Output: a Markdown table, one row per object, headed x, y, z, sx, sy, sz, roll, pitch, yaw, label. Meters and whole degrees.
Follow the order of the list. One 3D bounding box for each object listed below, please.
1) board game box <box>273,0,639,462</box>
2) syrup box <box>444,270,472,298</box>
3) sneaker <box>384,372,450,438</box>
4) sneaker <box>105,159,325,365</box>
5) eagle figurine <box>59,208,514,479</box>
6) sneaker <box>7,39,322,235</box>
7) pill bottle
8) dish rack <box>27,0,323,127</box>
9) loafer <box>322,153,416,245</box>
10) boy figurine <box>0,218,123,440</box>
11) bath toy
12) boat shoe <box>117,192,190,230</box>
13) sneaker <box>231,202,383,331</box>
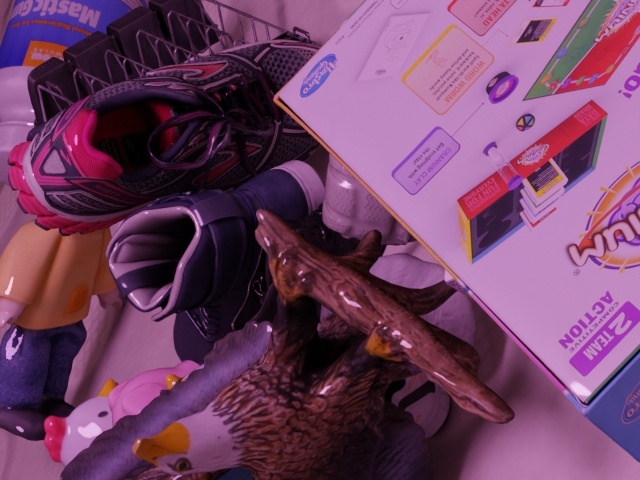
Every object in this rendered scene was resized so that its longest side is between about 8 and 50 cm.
| x | y | z | sx | sy | sz | roll | pitch | yaw | label |
| --- | --- | --- | --- | --- | --- | --- | --- | --- | --- |
| 0.142 | -0.074 | 0.908 | 0.242 | 0.064 | 0.316 | -46 | 43 | 5 | board game box |
| 0.150 | -0.073 | 1.035 | 0.093 | 0.096 | 0.237 | -30 | 41 | 52 | syrup box |
| 0.058 | 0.077 | 1.152 | 0.040 | 0.044 | 0.109 | -51 | 26 | 33 | sneaker |
| -0.104 | 0.038 | 1.353 | 0.086 | 0.163 | 0.226 | 48 | 134 | 20 | sneaker |
| -0.038 | 0.134 | 1.053 | 0.226 | 0.225 | 0.298 | -104 | 35 | -57 | eagle figurine |
| -0.090 | -0.085 | 1.369 | 0.112 | 0.299 | 0.121 | -29 | 87 | 55 | sneaker |
| -0.290 | -0.194 | 1.990 | 0.152 | 0.152 | 0.272 | -27 | 45 | 55 | pill bottle |
| -0.126 | -0.139 | 1.575 | 0.208 | 0.074 | 0.271 | -36 | 37 | -23 | dish rack |
| 0.078 | -0.099 | 1.210 | 0.319 | 0.111 | 0.112 | -74 | -6 | -51 | loafer |
| -0.239 | 0.040 | 1.668 | 0.092 | 0.177 | 0.285 | 21 | 98 | 29 | boy figurine |
| -0.108 | 0.155 | 1.321 | 0.348 | 0.129 | 0.151 | -7 | 62 | 64 | bath toy |
| -0.132 | -0.040 | 1.631 | 0.076 | 0.083 | 0.226 | -47 | 16 | 58 | boat shoe |
| -0.001 | 0.000 | 1.284 | 0.051 | 0.089 | 0.170 | 1 | 70 | 56 | sneaker |
